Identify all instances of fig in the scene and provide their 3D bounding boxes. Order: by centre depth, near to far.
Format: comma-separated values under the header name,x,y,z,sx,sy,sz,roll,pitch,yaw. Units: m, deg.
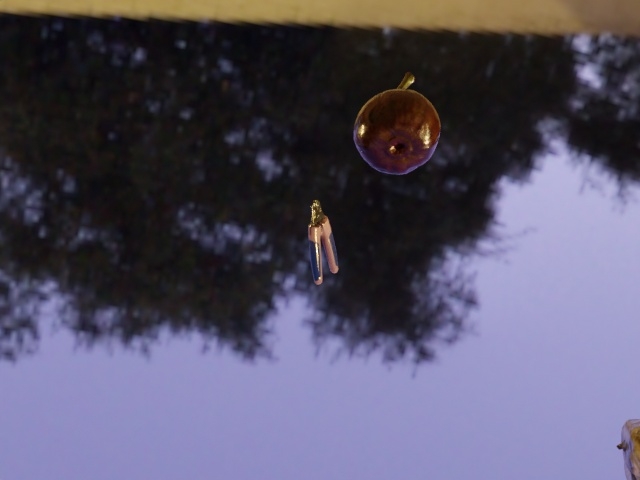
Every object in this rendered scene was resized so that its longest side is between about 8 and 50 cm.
name,x,y,z,sx,sy,sz,roll,pitch,yaw
fig,0.078,-0.126,1.620,0.089,0.088,0.125,11,-146,-5

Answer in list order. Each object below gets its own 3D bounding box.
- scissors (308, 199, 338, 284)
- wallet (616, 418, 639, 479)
name,x,y,z,sx,sy,sz,roll,pitch,yaw
scissors,0.000,0.000,1.893,0.039,0.113,0.012,-35,-138,-31
wallet,0.286,0.194,0.911,0.275,0.068,0.335,37,-177,10
